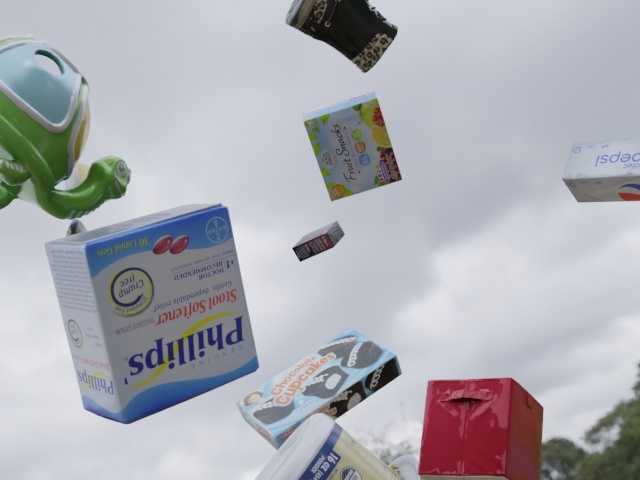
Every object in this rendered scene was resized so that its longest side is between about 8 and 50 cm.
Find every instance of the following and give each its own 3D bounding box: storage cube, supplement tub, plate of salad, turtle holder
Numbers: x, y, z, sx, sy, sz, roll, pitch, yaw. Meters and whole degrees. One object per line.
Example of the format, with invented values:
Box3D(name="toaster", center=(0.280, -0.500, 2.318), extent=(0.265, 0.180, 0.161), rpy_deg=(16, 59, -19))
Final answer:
Box3D(name="storage cube", center=(0.319, 0.392, 1.867), extent=(0.184, 0.193, 0.215), rpy_deg=(-7, -31, 31))
Box3D(name="supplement tub", center=(0.046, 0.445, 1.462), extent=(0.228, 0.316, 0.228), rpy_deg=(-50, -1, -2))
Box3D(name="plate of salad", center=(0.143, 0.544, 2.036), extent=(0.048, 0.200, 0.200), rpy_deg=(32, -46, -16))
Box3D(name="turtle holder", center=(-0.456, -0.180, 1.488), extent=(0.227, 0.320, 0.243), rpy_deg=(-55, -10, -25))

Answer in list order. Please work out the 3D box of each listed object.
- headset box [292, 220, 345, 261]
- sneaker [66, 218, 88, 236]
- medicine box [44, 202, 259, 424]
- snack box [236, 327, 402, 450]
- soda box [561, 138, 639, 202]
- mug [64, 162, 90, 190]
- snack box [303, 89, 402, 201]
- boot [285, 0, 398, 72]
Box3D(name="headset box", center=(0.000, 0.000, 1.686), extent=(0.083, 0.032, 0.062), rpy_deg=(-25, 12, 31))
Box3D(name="sneaker", center=(-0.438, 0.008, 1.814), extent=(0.058, 0.052, 0.135), rpy_deg=(6, -39, 15))
Box3D(name="medicine box", center=(-0.265, 0.108, 1.538), extent=(0.263, 0.289, 0.149), rpy_deg=(-19, 12, -37))
Box3D(name="snack box", center=(-0.004, 0.322, 2.081), extent=(0.322, 0.187, 0.060), rpy_deg=(-31, -62, -20))
Box3D(name="soda box", center=(0.637, -0.140, 1.905), extent=(0.286, 0.098, 0.091), rpy_deg=(0, -33, 42))
Box3D(name="mug", center=(-0.408, -0.099, 1.655), extent=(0.078, 0.064, 0.062), rpy_deg=(-9, -29, -24))
Box3D(name="snack box", center=(0.072, -0.212, 2.155), extent=(0.174, 0.070, 0.207), rpy_deg=(-16, -66, 6))
Box3D(name="boot", center=(0.068, -0.430, 1.668), extent=(0.178, 0.085, 0.236), rpy_deg=(33, -92, -20))
